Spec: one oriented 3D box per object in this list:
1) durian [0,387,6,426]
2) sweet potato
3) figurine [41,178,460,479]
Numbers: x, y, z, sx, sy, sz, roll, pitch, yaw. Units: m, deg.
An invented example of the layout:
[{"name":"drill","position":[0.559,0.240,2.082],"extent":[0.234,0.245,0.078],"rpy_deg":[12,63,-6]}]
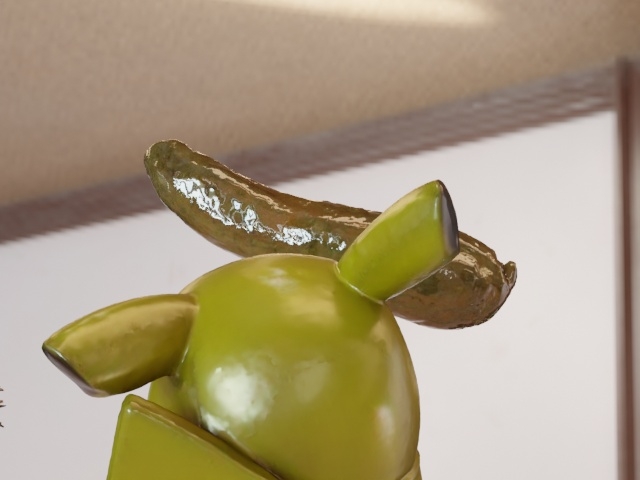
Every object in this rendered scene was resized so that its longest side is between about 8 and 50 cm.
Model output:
[{"name":"durian","position":[-0.579,0.196,1.973],"extent":[0.348,0.347,0.384],"rpy_deg":[-6,-177,21]},{"name":"sweet potato","position":[0.000,0.000,1.127],"extent":[0.273,0.075,0.075],"rpy_deg":[18,155,4]},{"name":"figurine","position":[-0.025,0.132,0.886],"extent":[0.218,0.326,0.169],"rpy_deg":[-13,-162,-14]}]
